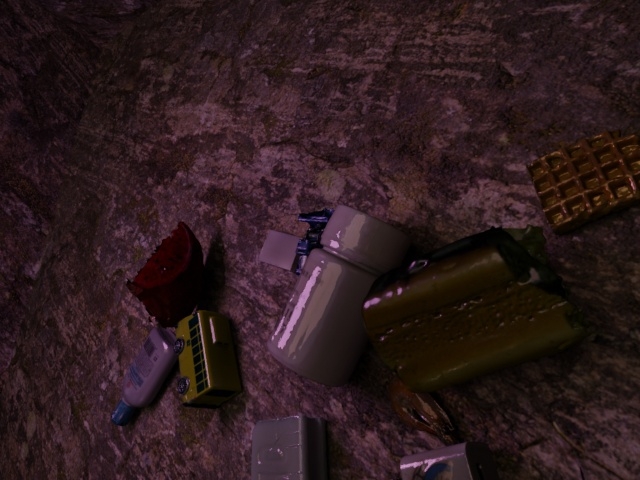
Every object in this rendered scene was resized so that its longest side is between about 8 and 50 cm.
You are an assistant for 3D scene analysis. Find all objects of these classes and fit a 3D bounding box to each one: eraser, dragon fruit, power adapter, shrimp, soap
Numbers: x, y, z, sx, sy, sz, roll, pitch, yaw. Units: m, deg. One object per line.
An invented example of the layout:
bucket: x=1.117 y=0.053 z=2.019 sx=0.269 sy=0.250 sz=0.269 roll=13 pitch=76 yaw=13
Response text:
eraser: x=-0.113 y=0.030 z=1.397 sx=0.150 sy=0.023 sz=0.103 roll=14 pitch=81 yaw=44
dragon fruit: x=-0.426 y=0.124 z=1.486 sx=0.100 sy=0.282 sz=0.343 roll=-2 pitch=38 yaw=17
power adapter: x=0.207 y=0.452 z=0.861 sx=0.205 sy=0.125 sz=0.129 roll=-29 pitch=55 yaw=27
shrimp: x=0.207 y=0.349 z=0.971 sx=0.190 sy=0.042 sz=0.101 roll=34 pitch=115 yaw=43
soap: x=-0.073 y=0.555 z=1.078 sx=0.173 sy=0.095 sz=0.289 roll=-21 pitch=59 yaw=34

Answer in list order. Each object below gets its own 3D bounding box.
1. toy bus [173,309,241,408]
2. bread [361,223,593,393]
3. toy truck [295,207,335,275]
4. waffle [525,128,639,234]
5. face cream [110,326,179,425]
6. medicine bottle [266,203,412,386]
toy bus: x=-0.326 y=0.333 z=1.374 sx=0.150 sy=0.128 sz=0.262 roll=-36 pitch=52 yaw=24
bread: x=0.266 y=0.125 z=0.895 sx=0.377 sy=0.208 sz=0.251 roll=-30 pitch=88 yaw=29
toy truck: x=0.000 y=0.000 z=1.241 sx=0.113 sy=0.126 sz=0.208 roll=5 pitch=74 yaw=42
waffle: x=0.518 y=-0.118 z=0.896 sx=0.211 sy=0.055 sz=0.160 roll=-24 pitch=56 yaw=30
face cream: x=-0.581 y=0.456 z=1.572 sx=0.163 sy=0.080 sz=0.336 roll=34 pitch=95 yaw=43
medicine bottle: x=0.044 y=0.121 z=1.091 sx=0.211 sy=0.211 sz=0.371 roll=24 pitch=87 yaw=44
